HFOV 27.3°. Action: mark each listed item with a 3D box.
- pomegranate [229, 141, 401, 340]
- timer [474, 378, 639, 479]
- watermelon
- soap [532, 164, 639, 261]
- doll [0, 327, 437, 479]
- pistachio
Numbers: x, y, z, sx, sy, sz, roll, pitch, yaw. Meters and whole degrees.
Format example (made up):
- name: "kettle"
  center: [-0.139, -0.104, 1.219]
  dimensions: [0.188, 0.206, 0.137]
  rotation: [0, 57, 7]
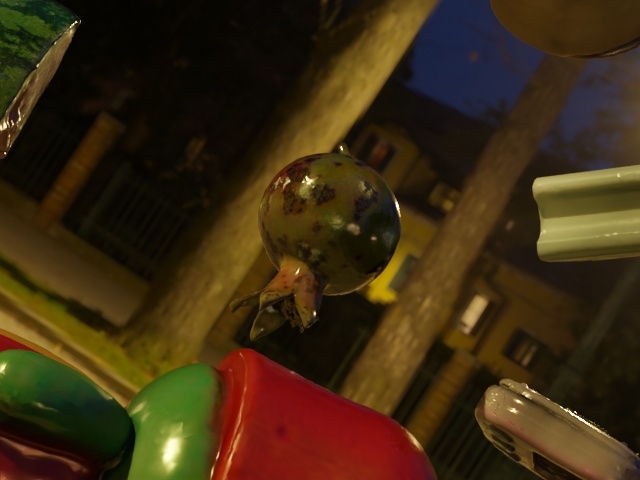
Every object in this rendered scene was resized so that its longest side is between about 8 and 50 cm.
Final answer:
- name: "pomegranate"
  center: [-0.013, 0.001, 1.319]
  dimensions: [0.156, 0.220, 0.156]
  rotation: [38, -27, 24]
- name: "timer"
  center: [0.261, 0.224, 1.422]
  dimensions: [0.190, 0.069, 0.208]
  rotation: [31, -11, 18]
- name: "watermelon"
  center: [-0.301, -0.159, 1.079]
  dimensions: [0.231, 0.146, 0.128]
  rotation: [16, -18, 27]
- name: "soap"
  center: [0.358, -0.032, 1.264]
  dimensions: [0.265, 0.088, 0.159]
  rotation: [-6, -3, 35]
- name: "doll"
  center: [-0.033, 0.142, 0.606]
  dimensions: [0.363, 0.183, 0.160]
  rotation: [24, 40, -4]
- name: "pistachio"
  center: [0.341, -0.320, 1.563]
  dimensions: [0.288, 0.197, 0.166]
  rotation: [-12, -2, -1]
